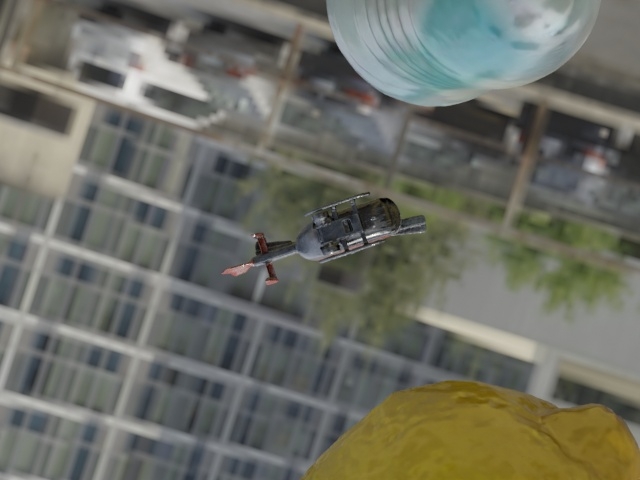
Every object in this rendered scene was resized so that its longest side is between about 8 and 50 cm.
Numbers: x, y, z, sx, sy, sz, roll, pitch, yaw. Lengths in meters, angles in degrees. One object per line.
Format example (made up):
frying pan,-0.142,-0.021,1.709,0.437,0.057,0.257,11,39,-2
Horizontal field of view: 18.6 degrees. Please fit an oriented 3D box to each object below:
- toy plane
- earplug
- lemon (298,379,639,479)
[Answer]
toy plane,0.000,0.000,1.342,0.145,0.037,0.060,-18,173,5
earplug,0.125,-0.186,1.446,0.185,0.185,0.324,18,-178,-13
lemon,0.076,0.202,1.082,0.233,0.288,0.233,31,-160,-13
